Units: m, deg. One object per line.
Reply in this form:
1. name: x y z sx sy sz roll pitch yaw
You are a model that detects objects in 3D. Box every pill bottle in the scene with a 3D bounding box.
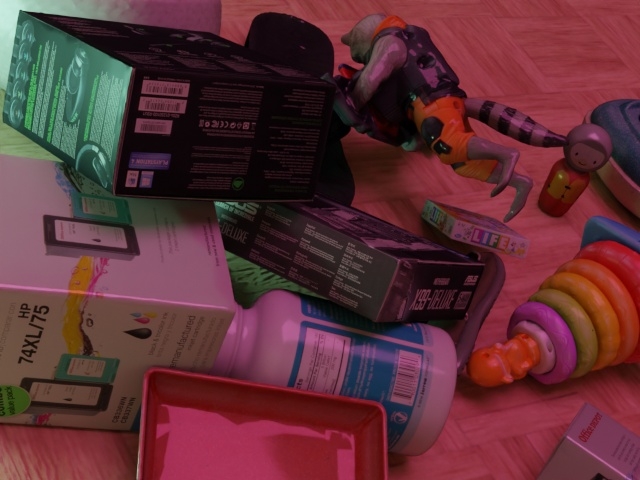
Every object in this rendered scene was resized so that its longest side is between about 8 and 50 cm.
1. pill bottle: 0.003 0.136 1.537 0.264 0.146 0.146 15 39 -13

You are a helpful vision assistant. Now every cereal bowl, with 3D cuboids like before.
1. cereal bowl: -0.288 -0.235 1.760 0.339 0.141 0.339 1 11 0

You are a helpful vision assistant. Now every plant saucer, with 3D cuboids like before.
1. plant saucer: -0.059 0.266 1.388 0.258 0.048 0.259 11 57 -18

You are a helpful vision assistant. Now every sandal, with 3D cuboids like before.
1. sandal: -0.037 -0.194 1.931 0.167 0.107 0.446 11 40 -17

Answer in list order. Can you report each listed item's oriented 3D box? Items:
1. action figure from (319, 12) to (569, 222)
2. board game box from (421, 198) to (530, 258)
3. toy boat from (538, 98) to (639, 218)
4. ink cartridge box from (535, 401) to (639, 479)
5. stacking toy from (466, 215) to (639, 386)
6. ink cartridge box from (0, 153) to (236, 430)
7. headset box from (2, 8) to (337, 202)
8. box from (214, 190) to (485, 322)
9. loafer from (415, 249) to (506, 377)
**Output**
1. action figure: 0.162 -0.177 1.889 0.330 0.178 0.341 47 16 16
2. board game box: 0.200 -0.016 1.860 0.103 0.026 0.154 15 8 -13
3. toy boat: 0.457 -0.114 2.075 0.318 0.148 0.267 -9 50 -36
4. ink cartridge box: 0.341 0.273 1.599 0.175 0.072 0.127 34 22 13
5. stacking toy: 0.294 0.111 1.742 0.301 0.166 0.175 -24 43 -32
6. ink cartridge box: -0.254 0.055 1.450 0.270 0.198 0.197 6 42 -21
7. headset box: -0.169 -0.146 1.504 0.246 0.131 0.283 0 19 -38
8. box: 0.000 0.000 1.616 0.307 0.077 0.242 25 9 27
9. loafer: 0.154 0.084 1.723 0.087 0.094 0.251 31 38 0
